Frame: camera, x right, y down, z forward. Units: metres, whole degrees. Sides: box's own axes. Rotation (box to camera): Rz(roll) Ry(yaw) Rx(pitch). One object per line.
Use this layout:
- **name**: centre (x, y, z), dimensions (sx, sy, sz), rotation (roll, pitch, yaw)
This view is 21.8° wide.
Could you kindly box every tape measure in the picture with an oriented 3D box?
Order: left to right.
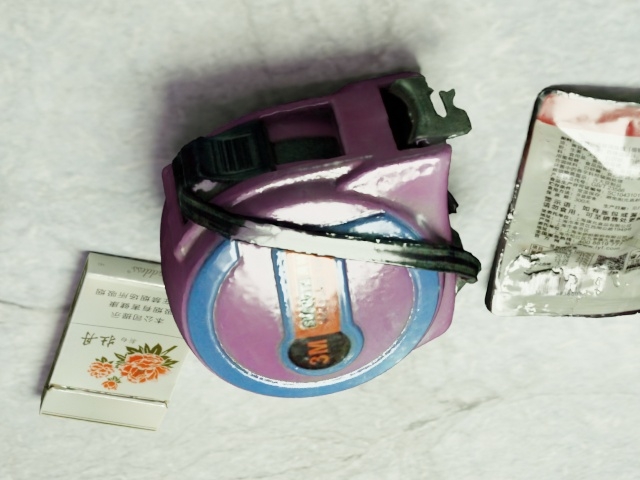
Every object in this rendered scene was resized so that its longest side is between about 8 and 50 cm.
- **tape measure**: centre (0.000, 0.000, 1.261), dimensions (0.245, 0.149, 0.231), rotation (-10, 134, -5)

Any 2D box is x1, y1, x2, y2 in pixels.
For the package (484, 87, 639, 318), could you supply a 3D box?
- **package**: centre (0.227, -0.021, 1.332), dimensions (0.154, 0.030, 0.239), rotation (3, 137, -7)

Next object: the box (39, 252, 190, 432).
- **box**: centre (-0.168, 0.092, 1.422), dimensions (0.109, 0.029, 0.198), rotation (10, 134, -15)
